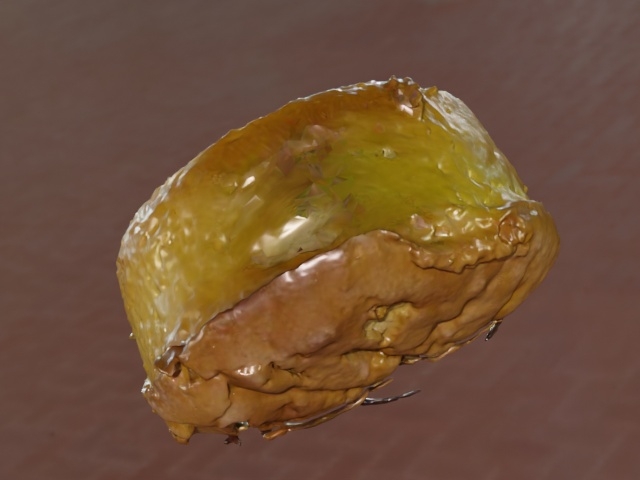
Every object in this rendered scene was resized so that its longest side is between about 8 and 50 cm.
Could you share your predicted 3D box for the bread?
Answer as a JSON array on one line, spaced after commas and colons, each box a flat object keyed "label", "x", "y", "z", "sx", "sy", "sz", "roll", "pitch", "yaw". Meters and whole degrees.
[{"label": "bread", "x": 0.005, "y": 0.000, "z": 0.838, "sx": 0.261, "sy": 0.147, "sz": 0.160, "roll": -22, "pitch": 62, "yaw": -2}]
